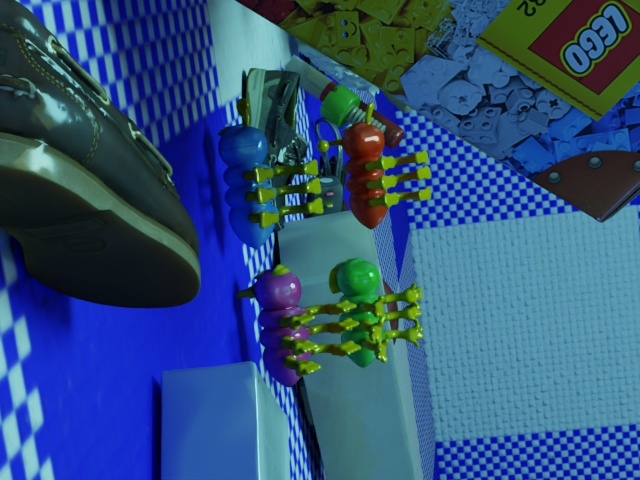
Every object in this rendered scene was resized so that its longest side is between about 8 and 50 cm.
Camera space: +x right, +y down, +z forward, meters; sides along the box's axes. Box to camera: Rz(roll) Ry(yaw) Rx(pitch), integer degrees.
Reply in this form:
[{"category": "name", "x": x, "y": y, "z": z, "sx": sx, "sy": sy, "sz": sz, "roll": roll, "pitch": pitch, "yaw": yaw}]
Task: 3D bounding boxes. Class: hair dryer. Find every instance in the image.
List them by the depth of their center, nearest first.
[{"category": "hair dryer", "x": 0.044, "y": 0.023, "z": 1.557, "sx": 0.224, "sy": 0.080, "sz": 0.294, "roll": -81, "pitch": 163, "yaw": -66}]

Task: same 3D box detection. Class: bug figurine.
[{"category": "bug figurine", "x": 0.000, "y": 0.000, "z": 1.077, "sx": 0.279, "sy": 0.072, "sz": 0.216, "roll": -8, "pitch": 93, "yaw": -61}]

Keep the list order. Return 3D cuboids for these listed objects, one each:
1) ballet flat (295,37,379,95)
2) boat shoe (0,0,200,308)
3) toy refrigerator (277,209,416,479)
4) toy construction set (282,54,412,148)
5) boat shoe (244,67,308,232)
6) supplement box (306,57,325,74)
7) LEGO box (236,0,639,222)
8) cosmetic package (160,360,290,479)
[{"category": "ballet flat", "x": 0.109, "y": -0.320, "z": 1.416, "sx": 0.409, "sy": 0.147, "sz": 0.147, "roll": -53, "pitch": -167, "yaw": 25}, {"category": "boat shoe", "x": -0.095, "y": -0.027, "z": 0.555, "sx": 0.207, "sy": 0.073, "sz": 0.073, "roll": 65, "pitch": 22, "yaw": -69}, {"category": "toy refrigerator", "x": 0.023, "y": 0.113, "z": 1.287, "sx": 0.102, "sy": 0.094, "sz": 0.270, "roll": -98, "pitch": 178, "yaw": -54}, {"category": "toy construction set", "x": 0.032, "y": -0.267, "z": 1.297, "sx": 0.257, "sy": 0.237, "sz": 0.309, "roll": -32, "pitch": 154, "yaw": -56}, {"category": "boat shoe", "x": -0.035, "y": -0.078, "z": 1.145, "sx": 0.056, "sy": 0.049, "sz": 0.152, "roll": 66, "pitch": 19, "yaw": -65}, {"category": "supplement box", "x": 0.007, "y": -0.226, "z": 1.621, "sx": 0.083, "sy": 0.043, "sz": 0.055, "roll": -70, "pitch": 153, "yaw": -72}, {"category": "LEGO box", "x": 0.080, "y": -0.308, "z": 0.912, "sx": 0.193, "sy": 0.372, "sz": 0.500, "roll": -47, "pitch": -156, "yaw": 33}, {"category": "cosmetic package", "x": -0.050, "y": 0.196, "z": 0.758, "sx": 0.099, "sy": 0.060, "sz": 0.239, "roll": 73, "pitch": 12, "yaw": -64}]
